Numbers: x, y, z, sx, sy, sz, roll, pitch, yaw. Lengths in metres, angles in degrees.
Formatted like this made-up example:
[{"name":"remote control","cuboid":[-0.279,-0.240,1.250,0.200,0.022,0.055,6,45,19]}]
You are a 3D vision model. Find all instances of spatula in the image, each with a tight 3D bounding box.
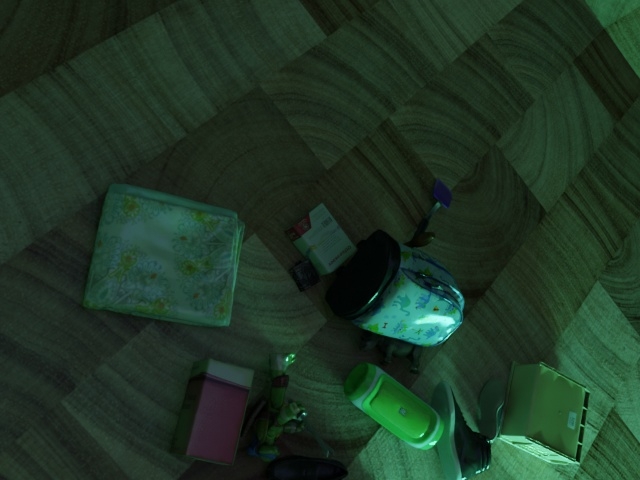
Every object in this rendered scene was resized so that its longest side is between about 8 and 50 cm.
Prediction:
[{"name":"spatula","cuboid":[0.367,-0.085,2.103,0.084,0.030,0.296,42,61,-15]}]

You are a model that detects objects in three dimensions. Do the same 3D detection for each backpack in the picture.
[{"name":"backpack","cuboid":[0.248,0.160,1.837,0.355,0.290,0.273,15,32,-43]}]

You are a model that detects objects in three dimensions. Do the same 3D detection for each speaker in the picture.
[{"name":"speaker","cuboid":[0.211,0.476,1.813,0.296,0.131,0.131,38,62,-14]}]

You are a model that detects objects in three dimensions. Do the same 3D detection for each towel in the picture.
[{"name":"towel","cuboid":[-0.389,0.044,1.630,0.374,0.090,0.321,14,70,-24]}]

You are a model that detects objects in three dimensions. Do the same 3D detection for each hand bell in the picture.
[{"name":"hand bell","cuboid":[0.259,0.017,1.890,0.126,0.242,0.126,10,69,-26]}]

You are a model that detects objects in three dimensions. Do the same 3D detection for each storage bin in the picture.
[{"name":"storage bin","cuboid":[0.742,0.566,2.075,0.260,0.123,0.262,29,64,-19]}]

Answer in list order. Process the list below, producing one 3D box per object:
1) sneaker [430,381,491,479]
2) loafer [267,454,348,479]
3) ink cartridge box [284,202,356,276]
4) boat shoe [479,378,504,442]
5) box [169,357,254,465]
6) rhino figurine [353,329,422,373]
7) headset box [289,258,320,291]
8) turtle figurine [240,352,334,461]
[{"name":"sneaker","cuboid":[0.427,0.571,1.908,0.146,0.104,0.296,-2,76,-25]},{"name":"loafer","cuboid":[-0.032,0.609,1.673,0.223,0.078,0.076,9,72,-26]},{"name":"ink cartridge box","cuboid":[0.000,0.000,1.858,0.127,0.072,0.175,-40,97,-31]},{"name":"boat shoe","cuboid":[0.547,0.548,2.024,0.065,0.075,0.206,63,38,-53]},{"name":"box","cuboid":[-0.267,0.422,1.557,0.126,0.148,0.232,20,67,-21]},{"name":"rhino figurine","cuboid":[0.203,0.316,1.882,0.243,0.073,0.106,20,64,-19]},{"name":"headset box","cuboid":[-0.048,0.097,1.830,0.062,0.032,0.083,-27,92,-31]},{"name":"turtle figurine","cuboid":[-0.063,0.433,1.642,0.198,0.274,0.266,30,54,-57]}]
